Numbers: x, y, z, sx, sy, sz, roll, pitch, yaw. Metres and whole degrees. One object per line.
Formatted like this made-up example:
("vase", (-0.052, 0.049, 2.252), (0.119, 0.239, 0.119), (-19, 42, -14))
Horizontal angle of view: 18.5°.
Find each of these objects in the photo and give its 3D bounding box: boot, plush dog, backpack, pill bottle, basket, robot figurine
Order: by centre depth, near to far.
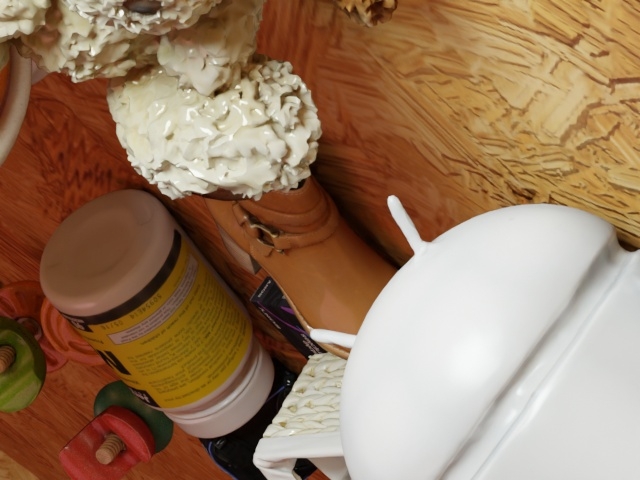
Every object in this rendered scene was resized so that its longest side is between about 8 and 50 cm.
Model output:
("plush dog", (-0.088, -0.154, 0.941), (0.262, 0.211, 0.225), (15, 157, -24))
("robot figurine", (0.157, 0.116, 1.027), (0.353, 0.200, 0.300), (36, 124, 7))
("boot", (0.000, 0.000, 1.270), (0.197, 0.073, 0.152), (30, 157, 18))
("basket", (0.057, 0.143, 1.386), (0.167, 0.103, 0.113), (-8, 133, 41))
("pill bottle", (-0.127, 0.065, 1.606), (0.119, 0.119, 0.208), (21, 156, 44))
("backpack", (-0.049, 0.163, 1.736), (0.114, 0.105, 0.084), (52, 180, -40))

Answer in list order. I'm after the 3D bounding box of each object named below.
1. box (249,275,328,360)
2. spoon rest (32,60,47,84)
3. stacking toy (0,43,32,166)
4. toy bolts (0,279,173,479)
("box", (0.028, 0.081, 1.486), (0.116, 0.029, 0.162), (47, 162, -27))
("spoon rest", (-0.299, -0.164, 1.323), (0.276, 0.084, 0.137), (23, -166, 12))
("stacking toy", (-0.298, -0.236, 0.998), (0.350, 0.350, 0.480), (34, 139, 13))
("toy bolts", (-0.214, 0.112, 1.967), (0.218, 0.158, 0.228), (-33, 100, 30))
